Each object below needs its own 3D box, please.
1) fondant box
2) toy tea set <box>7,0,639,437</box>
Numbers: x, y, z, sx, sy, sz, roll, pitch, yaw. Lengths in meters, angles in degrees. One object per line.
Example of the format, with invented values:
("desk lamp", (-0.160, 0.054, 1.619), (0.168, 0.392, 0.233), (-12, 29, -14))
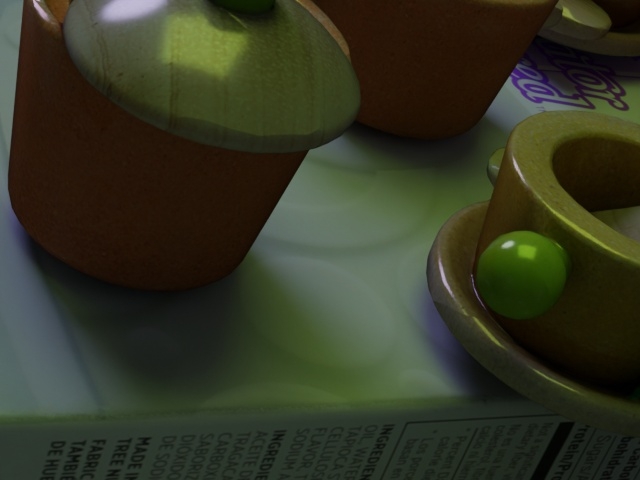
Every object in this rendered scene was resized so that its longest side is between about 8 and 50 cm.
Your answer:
("fondant box", (0.000, 0.000, 0.537), (0.330, 0.096, 0.238), (1, 37, -30))
("toy tea set", (0.075, -0.065, 0.471), (0.200, 0.124, 0.336), (35, 35, 19))
